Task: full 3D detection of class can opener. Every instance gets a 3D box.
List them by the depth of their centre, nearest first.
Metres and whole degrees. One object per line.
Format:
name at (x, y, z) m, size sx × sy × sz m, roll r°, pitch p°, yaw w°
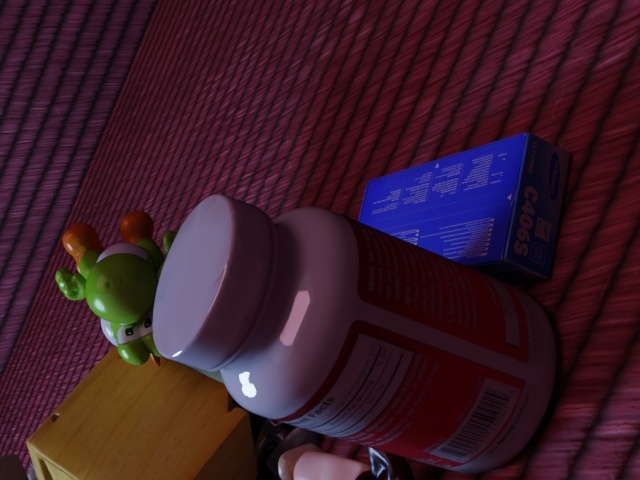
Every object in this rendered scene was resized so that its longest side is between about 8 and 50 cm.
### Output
can opener at (0.002, 0.227, 1.427) m, size 0.093 × 0.074 × 0.280 m, roll 45°, pitch 118°, yaw 24°

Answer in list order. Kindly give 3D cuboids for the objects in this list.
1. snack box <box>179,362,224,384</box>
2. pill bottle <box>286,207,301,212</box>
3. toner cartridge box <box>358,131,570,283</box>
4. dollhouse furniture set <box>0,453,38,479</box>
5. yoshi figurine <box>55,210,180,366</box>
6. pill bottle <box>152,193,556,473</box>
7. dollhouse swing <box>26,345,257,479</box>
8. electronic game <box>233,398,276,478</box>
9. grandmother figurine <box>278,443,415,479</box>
snack box at (-0.227, 0.180, 1.729) m, size 0.322 × 0.187 × 0.060 m, roll -52°, pitch 31°, yaw 29°
pill bottle at (0.000, 0.000, 1.545) m, size 0.169 × 0.094 × 0.094 m, roll 13°, pitch 83°, yaw 63°
toner cartridge box at (0.166, -0.021, 1.276) m, size 0.347 × 0.075 × 0.165 m, roll -12°, pitch 61°, yaw 59°
dollhouse furniture set at (-0.555, 0.572, 1.890) m, size 0.256 × 0.362 × 0.394 m, roll -52°, pitch 59°, yaw 31°
yoshi figurine at (-0.321, 0.051, 1.585) m, size 0.204 × 0.203 × 0.362 m, roll -55°, pitch 32°, yaw 12°
pill bottle at (0.038, 0.100, 1.058) m, size 0.229 × 0.407 × 0.229 m, roll -41°, pitch 38°, yaw 42°
dollhouse swing at (-0.257, 0.414, 1.604) m, size 0.346 × 0.305 × 0.315 m, roll 16°, pitch 55°, yaw 42°
electronic game at (-0.128, 0.306, 1.611) m, size 0.229 × 0.048 × 0.229 m, roll -41°, pitch 38°, yaw 43°
grandmother figurine at (0.066, 0.321, 1.203) m, size 0.342 × 0.104 × 0.208 m, roll -4°, pitch 95°, yaw 58°
